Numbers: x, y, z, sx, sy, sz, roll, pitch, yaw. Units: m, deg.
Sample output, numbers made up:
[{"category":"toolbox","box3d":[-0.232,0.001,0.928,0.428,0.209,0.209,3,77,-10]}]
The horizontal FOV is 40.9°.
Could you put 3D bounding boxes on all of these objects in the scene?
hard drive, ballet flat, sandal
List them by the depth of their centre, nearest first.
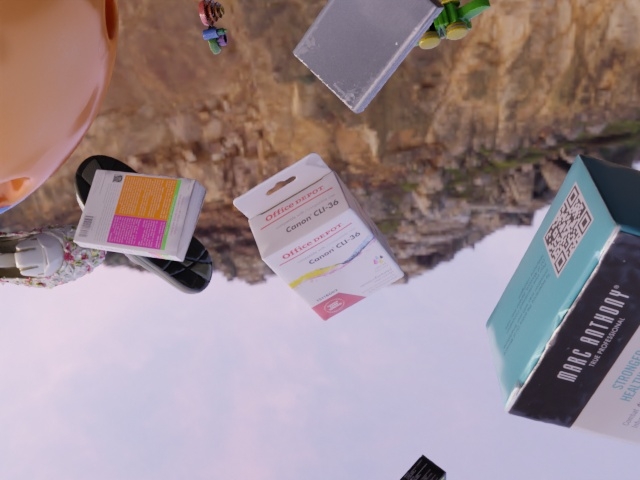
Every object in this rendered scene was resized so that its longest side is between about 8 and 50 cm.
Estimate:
[{"category":"hard drive","box3d":[0.044,-0.206,0.843,0.094,0.135,0.022,45,-149,9]},{"category":"ballet flat","box3d":[-0.409,0.027,1.145,0.240,0.091,0.077,-7,-177,8]},{"category":"sandal","box3d":[-0.308,-0.012,1.451,0.086,0.303,0.120,-10,-140,45]}]

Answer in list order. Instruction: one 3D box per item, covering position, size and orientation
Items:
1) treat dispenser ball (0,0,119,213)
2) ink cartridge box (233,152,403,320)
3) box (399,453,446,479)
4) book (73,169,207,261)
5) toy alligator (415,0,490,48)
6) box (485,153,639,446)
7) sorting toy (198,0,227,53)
[{"category":"treat dispenser ball","box3d":[-0.269,-0.141,0.521,0.288,0.288,0.288,-4,-148,3]},{"category":"ink cartridge box","box3d":[0.000,0.000,0.972,0.115,0.198,0.067,-31,-131,10]},{"category":"box","box3d":[0.082,0.381,1.053,0.045,0.184,0.190,31,-120,32]},{"category":"book","box3d":[-0.218,-0.031,1.025,0.144,0.035,0.096,8,-107,21]},{"category":"toy alligator","box3d":[0.136,-0.281,1.152,0.189,0.051,0.056,-16,-108,16]},{"category":"box","box3d":[0.206,0.049,0.374,0.244,0.101,0.060,16,-148,-9]},{"category":"sorting toy","box3d":[-0.178,-0.372,1.493,0.042,0.102,0.061,-7,-138,13]}]
